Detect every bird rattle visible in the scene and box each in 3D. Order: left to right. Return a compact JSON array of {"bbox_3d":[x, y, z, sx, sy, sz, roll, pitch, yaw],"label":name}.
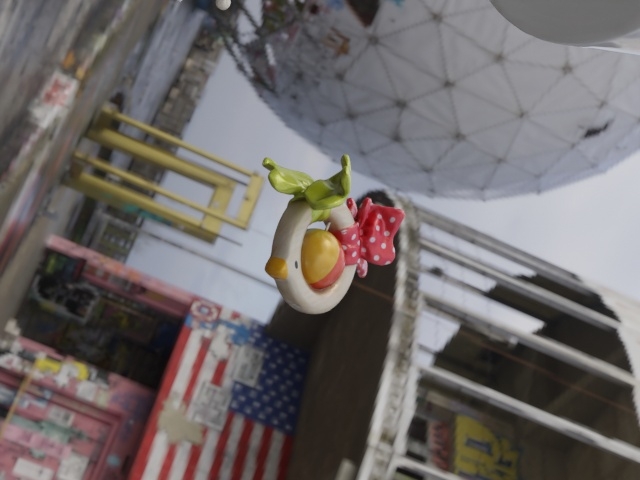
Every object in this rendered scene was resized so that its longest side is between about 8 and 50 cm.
[{"bbox_3d":[0.000,0.000,1.401,0.207,0.143,0.253,-66,149,-21],"label":"bird rattle"}]

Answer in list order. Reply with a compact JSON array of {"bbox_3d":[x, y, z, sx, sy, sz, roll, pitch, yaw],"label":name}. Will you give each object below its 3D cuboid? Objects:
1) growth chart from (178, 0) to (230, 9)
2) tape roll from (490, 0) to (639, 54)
[{"bbox_3d":[-0.142,-0.344,1.131,0.172,0.237,0.021,-59,149,7],"label":"growth chart"},{"bbox_3d":[0.259,-0.270,0.821,0.246,0.169,0.246,3,-85,47],"label":"tape roll"}]
